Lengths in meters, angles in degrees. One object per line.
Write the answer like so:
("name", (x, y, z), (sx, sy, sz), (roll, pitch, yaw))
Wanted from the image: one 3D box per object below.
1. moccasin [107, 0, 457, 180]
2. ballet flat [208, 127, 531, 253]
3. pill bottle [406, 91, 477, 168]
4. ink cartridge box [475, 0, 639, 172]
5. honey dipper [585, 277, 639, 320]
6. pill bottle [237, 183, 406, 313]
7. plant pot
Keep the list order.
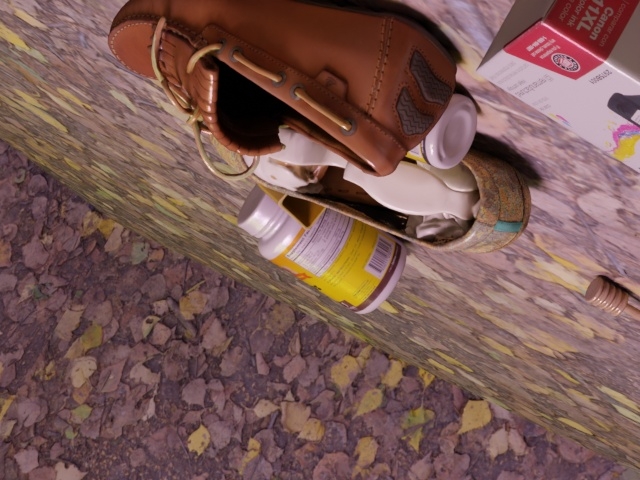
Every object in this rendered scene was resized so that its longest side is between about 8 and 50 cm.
("moccasin", (-0.058, -0.131, 1.096), (0.380, 0.147, 0.139), (22, 168, 38))
("ballet flat", (0.025, -0.075, 1.209), (0.349, 0.123, 0.123), (21, 168, 22))
("pill bottle", (0.069, -0.107, 1.102), (0.116, 0.065, 0.065), (24, 169, 35))
("ink cartridge box", (0.196, -0.095, 0.753), (0.175, 0.072, 0.127), (31, 170, -6))
("honey dipper", (0.358, 0.088, 1.399), (0.161, 0.030, 0.030), (28, 172, -14))
("pill bottle", (0.000, 0.000, 1.723), (0.215, 0.117, 0.117), (33, 170, -17))
("plant pot", (-0.033, -0.078, 1.544), (0.083, 0.081, 0.081), (38, 177, 35))
